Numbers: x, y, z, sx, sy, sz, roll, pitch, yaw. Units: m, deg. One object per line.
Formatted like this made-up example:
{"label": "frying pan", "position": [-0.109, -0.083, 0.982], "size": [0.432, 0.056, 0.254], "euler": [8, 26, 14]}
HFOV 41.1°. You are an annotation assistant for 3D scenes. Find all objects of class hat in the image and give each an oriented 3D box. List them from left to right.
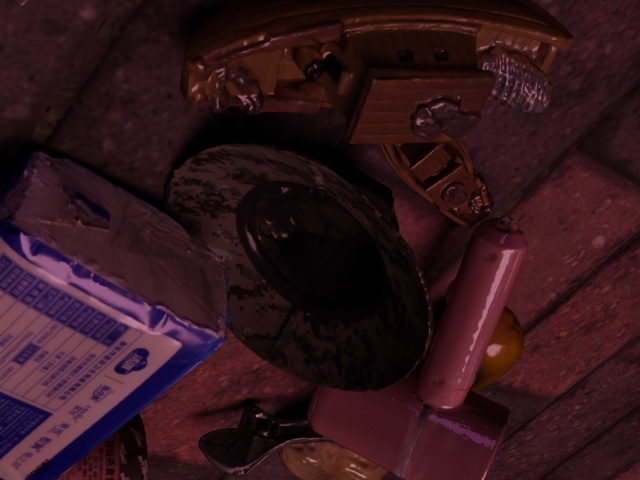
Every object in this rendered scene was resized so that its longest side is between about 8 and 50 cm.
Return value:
{"label": "hat", "position": [0.000, 0.000, 0.753], "size": [0.128, 0.265, 0.265], "euler": [-46, 164, -46]}

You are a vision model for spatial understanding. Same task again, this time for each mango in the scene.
{"label": "mango", "position": [0.170, 0.147, 1.066], "size": [0.130, 0.092, 0.194], "euler": [16, 132, -43]}

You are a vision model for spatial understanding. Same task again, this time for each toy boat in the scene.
{"label": "toy boat", "position": [0.052, -0.130, 0.649], "size": [0.321, 0.121, 0.089], "euler": [-7, 145, -23]}
{"label": "toy boat", "position": [0.106, -0.068, 0.790], "size": [0.064, 0.072, 0.206], "euler": [-37, 142, 12]}

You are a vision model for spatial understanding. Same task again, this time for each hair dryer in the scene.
{"label": "hair dryer", "position": [0.128, 0.112, 0.936], "size": [0.125, 0.210, 0.352], "euler": [-41, 152, -57]}

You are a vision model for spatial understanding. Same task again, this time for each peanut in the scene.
{"label": "peanut", "position": [0.020, 0.285, 1.142], "size": [0.090, 0.099, 0.214], "euler": [-45, 137, 20]}

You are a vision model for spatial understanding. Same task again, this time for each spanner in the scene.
{"label": "spanner", "position": [0.011, 0.238, 1.058], "size": [0.325, 0.093, 0.026], "euler": [-1, 144, -15]}

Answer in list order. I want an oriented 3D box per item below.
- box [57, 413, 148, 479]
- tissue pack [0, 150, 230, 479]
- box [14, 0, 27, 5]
{"label": "box", "position": [-0.269, 0.257, 0.911], "size": [0.135, 0.151, 0.151], "euler": [6, 133, -24]}
{"label": "tissue pack", "position": [-0.236, 0.076, 0.712], "size": [0.209, 0.137, 0.269], "euler": [31, 120, -33]}
{"label": "box", "position": [-0.206, -0.271, 0.395], "size": [0.180, 0.047, 0.325], "euler": [-36, 141, 15]}
